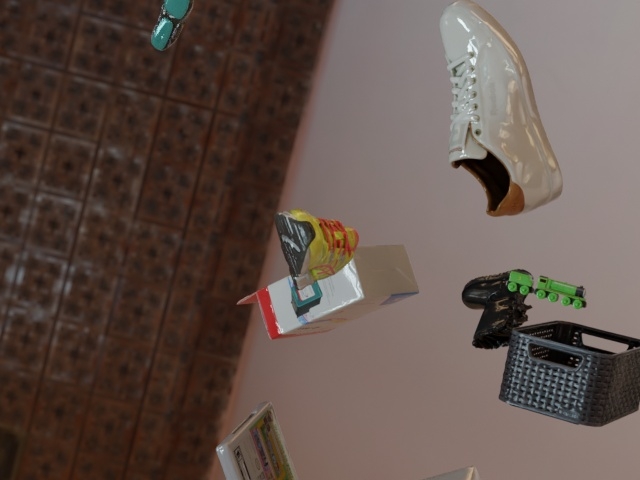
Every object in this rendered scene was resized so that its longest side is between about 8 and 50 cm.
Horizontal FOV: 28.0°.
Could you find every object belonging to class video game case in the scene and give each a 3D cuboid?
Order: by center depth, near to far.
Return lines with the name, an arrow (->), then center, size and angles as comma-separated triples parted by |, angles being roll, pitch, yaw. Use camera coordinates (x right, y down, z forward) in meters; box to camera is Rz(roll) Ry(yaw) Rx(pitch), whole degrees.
video game case -> -0.076, 0.360, 1.848 | 0.023, 0.212, 0.193 | -17, -174, 19

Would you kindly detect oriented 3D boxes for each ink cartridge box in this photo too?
ink cartridge box -> 0.008, 0.081, 1.837 | 0.231, 0.078, 0.134 | -26, 165, 37

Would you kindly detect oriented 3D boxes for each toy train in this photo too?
toy train -> 0.226, 0.048, 1.282 | 0.083, 0.024, 0.017 | 15, -175, 18

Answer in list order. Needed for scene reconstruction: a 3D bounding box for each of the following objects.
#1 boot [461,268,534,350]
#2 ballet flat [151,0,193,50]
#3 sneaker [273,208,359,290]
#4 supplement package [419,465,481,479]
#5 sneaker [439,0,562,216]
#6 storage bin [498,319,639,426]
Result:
boot -> 0.211, 0.091, 1.595 | 0.045, 0.099, 0.121 | 40, 143, -24
ballet flat -> -0.197, -0.310, 1.752 | 0.041, 0.114, 0.041 | 19, -137, -19
sneaker -> 0.000, 0.000, 1.548 | 0.094, 0.082, 0.208 | -18, 170, -3
supplement package -> 0.134, 0.432, 1.411 | 0.177, 0.293, 0.175 | -20, -167, 19
sneaker -> 0.206, -0.168, 1.648 | 0.123, 0.290, 0.106 | -22, 177, -26
storage bin -> 0.294, 0.150, 1.473 | 0.122, 0.084, 0.180 | 14, -172, 29
